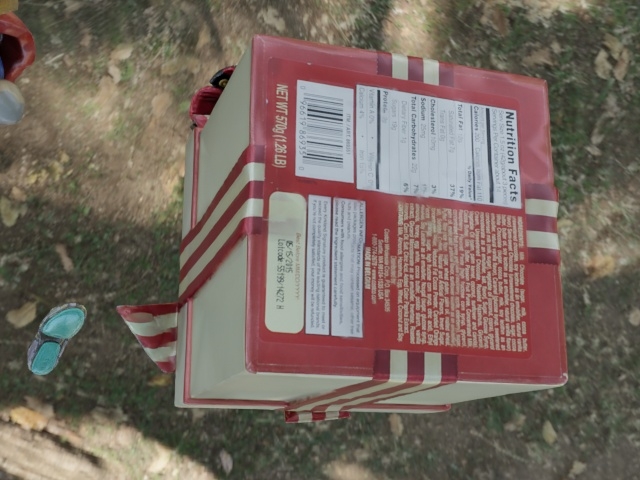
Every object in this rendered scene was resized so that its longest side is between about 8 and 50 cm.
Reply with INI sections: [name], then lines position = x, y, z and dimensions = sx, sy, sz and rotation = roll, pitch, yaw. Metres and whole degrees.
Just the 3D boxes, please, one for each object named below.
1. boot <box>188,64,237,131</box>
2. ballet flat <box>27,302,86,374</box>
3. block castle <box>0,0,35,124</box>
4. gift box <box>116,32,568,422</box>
[boot]
position = -0.096, -0.173, 1.456
dimensions = 0.284, 0.377, 0.138
rotation = 26, 82, -41
[ballet flat]
position = -0.279, 0.093, 0.921
dimensions = 0.041, 0.041, 0.114
rotation = 30, 122, -13
[block castle]
position = -0.313, -0.199, 0.457
dimensions = 0.303, 0.453, 0.213
rotation = -31, 74, -26
[gift box]
position = 0.000, 0.000, 0.664
dimensions = 0.276, 0.258, 0.255
rotation = 10, 72, -16
